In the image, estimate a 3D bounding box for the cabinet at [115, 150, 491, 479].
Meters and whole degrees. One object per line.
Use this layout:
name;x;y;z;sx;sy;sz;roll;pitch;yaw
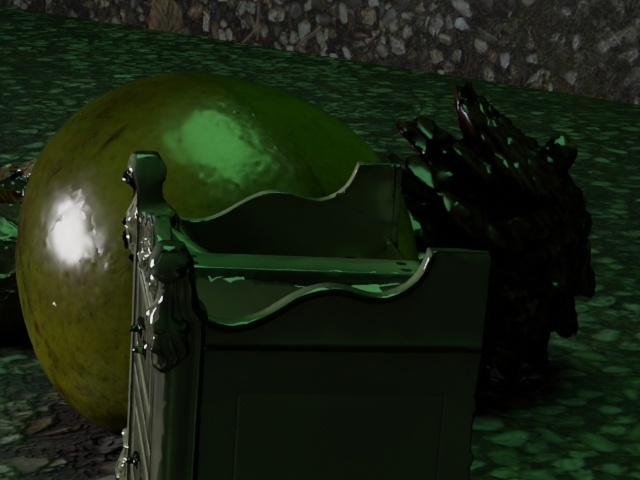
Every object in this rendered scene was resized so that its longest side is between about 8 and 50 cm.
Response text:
cabinet;-0.032;0.121;1.212;0.227;0.318;0.290;0;16;-9

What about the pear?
pear;-0.102;0.014;1.553;0.413;0.352;0.352;28;27;38

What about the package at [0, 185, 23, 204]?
package;-0.430;-0.022;2.017;0.288;0.108;0.223;9;-11;45

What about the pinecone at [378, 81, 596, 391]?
pinecone;0.150;0.007;1.748;0.242;0.296;0.298;24;-4;42

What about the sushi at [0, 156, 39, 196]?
sushi;-0.384;-0.068;2.210;0.192;0.050;0.215;-39;30;-18

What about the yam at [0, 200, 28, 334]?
yam;-0.372;0.031;1.836;0.254;0.154;0.154;-1;15;-17
